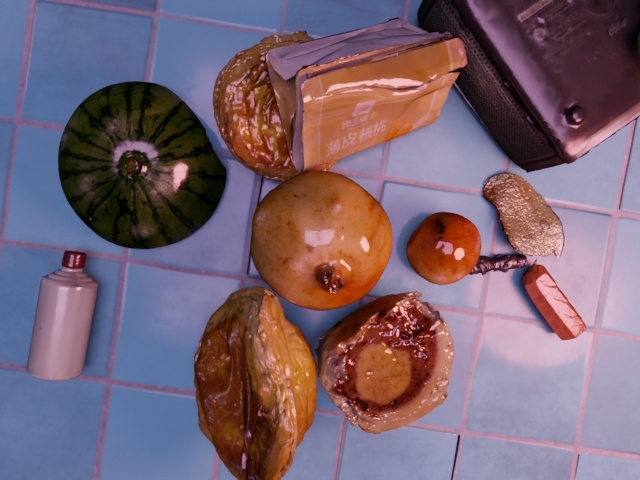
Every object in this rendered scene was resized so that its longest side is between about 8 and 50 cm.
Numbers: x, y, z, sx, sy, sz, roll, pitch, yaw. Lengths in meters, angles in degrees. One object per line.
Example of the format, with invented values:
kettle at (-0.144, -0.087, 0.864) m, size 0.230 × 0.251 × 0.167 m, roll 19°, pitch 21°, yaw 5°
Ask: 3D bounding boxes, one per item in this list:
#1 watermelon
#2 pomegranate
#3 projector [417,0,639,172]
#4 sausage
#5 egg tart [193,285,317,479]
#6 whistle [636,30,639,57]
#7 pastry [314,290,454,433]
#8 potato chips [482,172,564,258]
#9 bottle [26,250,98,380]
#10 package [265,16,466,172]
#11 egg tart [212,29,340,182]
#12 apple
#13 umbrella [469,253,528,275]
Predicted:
watermelon at (-0.357, -0.145, 0.953) m, size 0.330 × 0.189 × 0.331 m, roll 0°, pitch 86°, yaw -2°
pomegranate at (0.000, 0.000, 0.917) m, size 0.264 × 0.264 × 0.265 m, roll 0°, pitch 92°, yaw -1°
projector at (0.446, -0.395, 0.922) m, size 0.395 × 0.242 × 0.405 m, roll -35°, pitch 93°, yaw 1°
sausage at (0.467, 0.119, 1.031) m, size 0.065 × 0.065 × 0.169 m, roll -36°, pitch 93°, yaw 1°
egg tart at (-0.119, 0.274, 0.948) m, size 0.153 × 0.339 × 0.352 m, roll -1°, pitch 64°, yaw -39°
whistle at (0.543, -0.349, 0.782) m, size 0.107 × 0.057 × 0.220 m, roll -5°, pitch 87°, yaw 13°
pastry at (0.119, 0.225, 0.987) m, size 0.255 × 0.170 × 0.237 m, roll -33°, pitch 113°, yaw -8°
potato chips at (0.415, -0.044, 1.036) m, size 0.209 × 0.026 × 0.142 m, roll 33°, pitch 78°, yaw 0°
bottle at (-0.501, 0.142, 0.997) m, size 0.104 × 0.104 × 0.245 m, roll 10°, pitch 93°, yaw -1°
package at (0.090, -0.265, 0.892) m, size 0.311 × 0.165 × 0.222 m, roll -21°, pitch 110°, yaw -20°
egg tart at (-0.061, -0.254, 0.982) m, size 0.296 × 0.132 × 0.297 m, roll -4°, pitch 102°, yaw -18°
apple at (0.236, 0.011, 0.984) m, size 0.146 × 0.146 × 0.147 m, roll 0°, pitch 92°, yaw -1°
umbrella at (0.349, 0.049, 1.039) m, size 0.143 × 0.040 × 0.037 m, roll -6°, pitch 126°, yaw -2°
